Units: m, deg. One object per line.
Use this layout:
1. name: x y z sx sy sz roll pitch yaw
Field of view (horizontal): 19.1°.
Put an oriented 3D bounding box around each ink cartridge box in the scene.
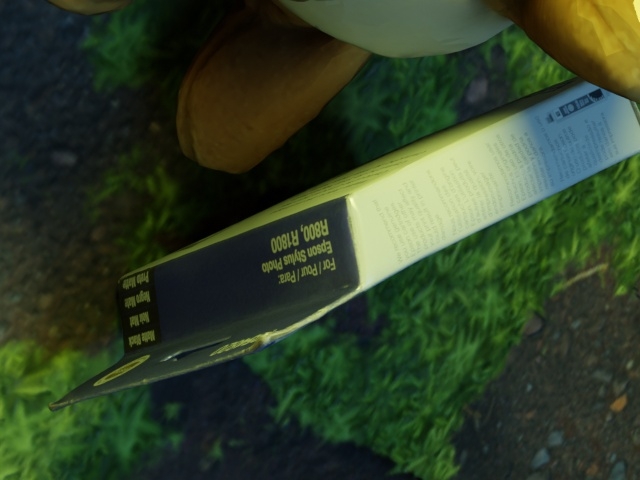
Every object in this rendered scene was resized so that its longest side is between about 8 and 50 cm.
1. ink cartridge box: 0.000 0.000 0.867 0.224 0.223 0.045 -27 94 -33

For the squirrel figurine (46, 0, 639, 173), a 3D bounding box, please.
1. squirrel figurine: -0.017 -0.269 0.739 0.370 0.281 0.397 36 69 -35
